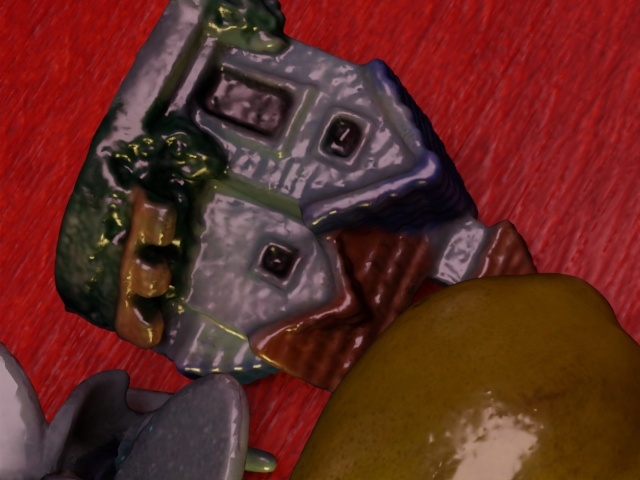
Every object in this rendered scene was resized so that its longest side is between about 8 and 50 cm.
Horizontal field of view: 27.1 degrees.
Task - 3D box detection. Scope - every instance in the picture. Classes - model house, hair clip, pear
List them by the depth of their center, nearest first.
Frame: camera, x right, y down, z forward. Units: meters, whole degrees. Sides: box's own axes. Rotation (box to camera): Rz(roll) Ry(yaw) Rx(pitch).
[{"bbox_3d":[0.115,0.169,0.965,0.307,0.253,0.253,-38,67,-3],"label":"pear"},{"bbox_3d":[-0.176,0.249,1.032,0.392,0.238,0.318,7,77,19],"label":"hair clip"},{"bbox_3d":[0.000,0.000,1.067,0.329,0.252,0.294,26,83,16],"label":"model house"}]
